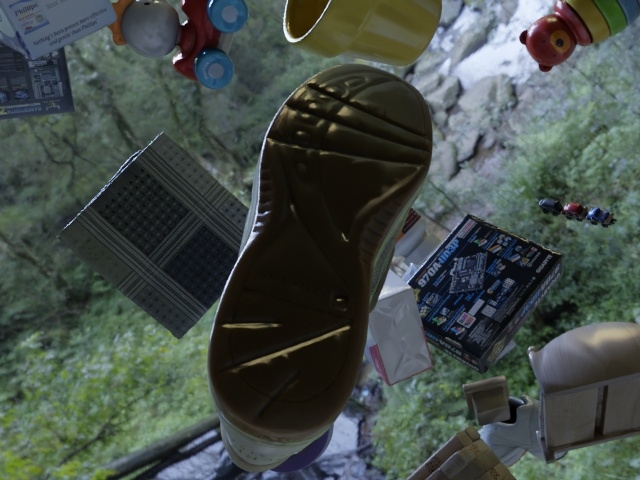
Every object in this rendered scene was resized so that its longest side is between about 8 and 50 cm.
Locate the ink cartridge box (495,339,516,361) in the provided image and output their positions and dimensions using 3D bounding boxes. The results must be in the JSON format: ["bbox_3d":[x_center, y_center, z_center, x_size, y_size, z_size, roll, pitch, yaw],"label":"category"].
[{"bbox_3d":[0.320,0.186,1.373,0.088,0.122,0.052,-39,-4,6],"label":"ink cartridge box"}]

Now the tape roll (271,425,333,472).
[{"bbox_3d":[-0.069,0.387,1.434,0.080,0.189,0.189,63,-130,-75],"label":"tape roll"}]

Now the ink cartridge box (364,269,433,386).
[{"bbox_3d":[0.066,0.088,0.886,0.067,0.115,0.198,-21,20,-9],"label":"ink cartridge box"}]

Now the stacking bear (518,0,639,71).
[{"bbox_3d":[0.567,-0.482,1.439,0.289,0.175,0.164,-36,21,15],"label":"stacking bear"}]

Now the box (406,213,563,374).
[{"bbox_3d":[0.239,0.074,1.051,0.175,0.051,0.220,28,65,37],"label":"box"}]

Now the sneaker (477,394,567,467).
[{"bbox_3d":[0.324,0.326,1.201,0.099,0.121,0.262,-51,3,-35],"label":"sneaker"}]

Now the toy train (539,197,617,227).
[{"bbox_3d":[0.462,-0.053,1.233,0.027,0.036,0.158,-51,34,-12],"label":"toy train"}]

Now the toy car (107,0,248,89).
[{"bbox_3d":[-0.284,-0.419,1.287,0.219,0.238,0.210,-122,46,-55],"label":"toy car"}]

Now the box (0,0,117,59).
[{"bbox_3d":[-0.224,-0.212,0.479,0.072,0.137,0.126,-35,40,-22],"label":"box"}]

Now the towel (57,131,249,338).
[{"bbox_3d":[-0.304,-0.014,1.377,0.312,0.324,0.056,-50,10,-20],"label":"towel"}]

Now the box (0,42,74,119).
[{"bbox_3d":[-0.625,-0.334,1.360,0.059,0.233,0.183,-119,25,-44],"label":"box"}]

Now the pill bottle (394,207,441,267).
[{"bbox_3d":[0.175,-0.039,1.633,0.121,0.221,0.121,-46,-5,-5],"label":"pill bottle"}]

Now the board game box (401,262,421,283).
[{"bbox_3d":[0.170,0.125,1.246,0.154,0.103,0.026,-59,30,15],"label":"board game box"}]

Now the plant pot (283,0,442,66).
[{"bbox_3d":[0.090,-0.454,1.309,0.254,0.239,0.254,-38,44,48],"label":"plant pot"}]

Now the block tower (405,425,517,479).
[{"bbox_3d":[0.227,0.365,0.714,0.097,0.091,0.335,-50,64,19],"label":"block tower"}]

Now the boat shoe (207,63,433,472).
[{"bbox_3d":[0.000,0.000,0.451,0.098,0.109,0.302,109,178,-53],"label":"boat shoe"}]

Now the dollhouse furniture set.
[{"bbox_3d":[0.350,0.159,0.845,0.356,0.303,0.174,-14,49,6],"label":"dollhouse furniture set"}]
